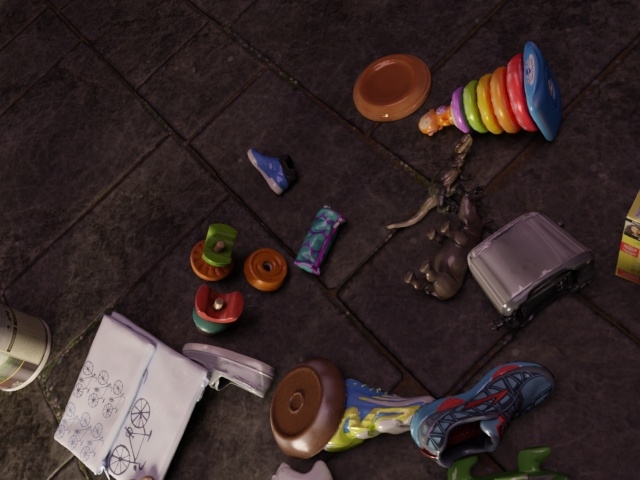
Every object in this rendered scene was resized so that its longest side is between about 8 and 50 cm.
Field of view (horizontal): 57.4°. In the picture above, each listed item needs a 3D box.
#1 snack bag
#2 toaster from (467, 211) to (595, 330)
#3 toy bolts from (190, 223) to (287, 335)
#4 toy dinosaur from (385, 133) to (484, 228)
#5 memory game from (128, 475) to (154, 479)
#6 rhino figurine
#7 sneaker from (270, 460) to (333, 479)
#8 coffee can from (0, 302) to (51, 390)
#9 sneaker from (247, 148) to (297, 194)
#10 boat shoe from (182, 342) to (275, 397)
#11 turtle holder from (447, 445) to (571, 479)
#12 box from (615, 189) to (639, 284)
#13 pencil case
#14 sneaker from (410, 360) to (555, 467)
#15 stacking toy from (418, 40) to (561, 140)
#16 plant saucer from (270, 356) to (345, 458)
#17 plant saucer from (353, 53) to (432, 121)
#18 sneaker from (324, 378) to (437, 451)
[{"bbox_3d":[-0.421,0.364,1.280,0.342,0.037,0.323,22,87,31],"label":"snack bag"},{"bbox_3d":[0.377,0.055,1.084,0.227,0.129,0.146,-36,53,6],"label":"toaster"},{"bbox_3d":[-0.205,0.113,1.326,0.218,0.158,0.228,19,56,-12],"label":"toy bolts"},{"bbox_3d":[0.267,-0.103,1.248,0.268,0.064,0.118,-50,43,-5],"label":"toy dinosaur"},{"bbox_3d":[-0.356,0.572,1.179,0.186,0.012,0.186,-5,76,22],"label":"memory game"},{"bbox_3d":[0.272,0.008,1.172,0.243,0.106,0.073,-59,18,-13],"label":"rhino figurine"},{"bbox_3d":[-0.076,0.482,1.096,0.232,0.090,0.115,-19,52,3],"label":"sneaker"},{"bbox_3d":[-0.831,0.237,1.412,0.201,0.275,0.201,-10,62,19],"label":"coffee can"},{"bbox_3d":[-0.114,-0.192,1.450,0.084,0.058,0.152,-41,61,7],"label":"sneaker"},{"bbox_3d":[-0.208,0.278,1.246,0.227,0.079,0.081,10,65,23],"label":"boat shoe"},{"bbox_3d":[0.239,0.463,0.874,0.320,0.243,0.227,-18,77,9],"label":"turtle holder"},{"bbox_3d":[0.550,0.007,0.970,0.087,0.232,0.058,28,78,30],"label":"box"},{"bbox_3d":[0.000,0.000,1.305,0.070,0.064,0.151,6,66,52],"label":"pencil case"},{"bbox_3d":[0.287,0.301,0.975,0.262,0.104,0.125,-28,17,-1],"label":"sneaker"},{"bbox_3d":[0.349,-0.291,1.272,0.302,0.166,0.175,-9,65,35],"label":"stacking toy"},{"bbox_3d":[-0.036,0.318,1.134,0.198,0.036,0.198,-30,44,34],"label":"plant saucer"},{"bbox_3d":[0.173,-0.385,1.440,0.200,0.037,0.200,-9,62,18],"label":"plant saucer"},{"bbox_3d":[0.097,0.305,1.098,0.240,0.091,0.126,-22,58,13],"label":"sneaker"}]
